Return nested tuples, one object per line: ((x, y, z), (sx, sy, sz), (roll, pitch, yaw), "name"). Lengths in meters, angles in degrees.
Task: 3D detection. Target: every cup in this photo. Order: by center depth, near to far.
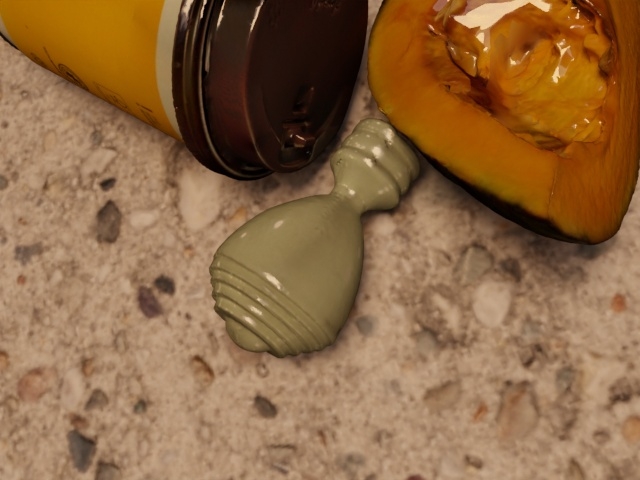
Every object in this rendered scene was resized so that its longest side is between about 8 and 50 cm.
((-0.112, -0.170, 0.470), (0.280, 0.196, 0.196), (24, 81, 23), "cup")

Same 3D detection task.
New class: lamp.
((0.000, 0.000, 0.453), (0.106, 0.106, 0.193), (35, 74, 15), "lamp")

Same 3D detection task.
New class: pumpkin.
((0.138, -0.122, 0.459), (0.169, 0.148, 0.312), (-8, 60, 45), "pumpkin")
